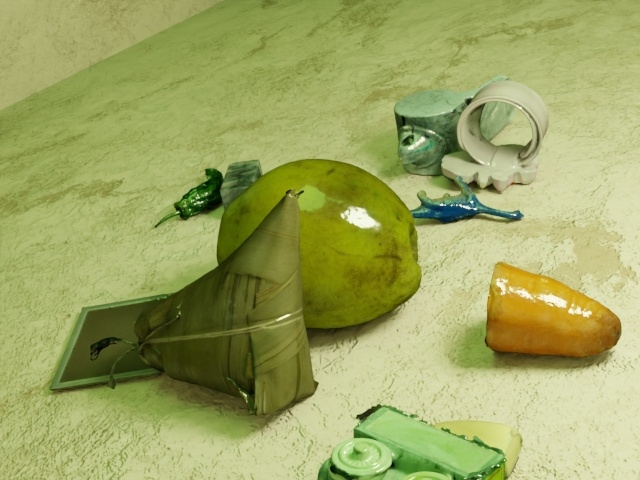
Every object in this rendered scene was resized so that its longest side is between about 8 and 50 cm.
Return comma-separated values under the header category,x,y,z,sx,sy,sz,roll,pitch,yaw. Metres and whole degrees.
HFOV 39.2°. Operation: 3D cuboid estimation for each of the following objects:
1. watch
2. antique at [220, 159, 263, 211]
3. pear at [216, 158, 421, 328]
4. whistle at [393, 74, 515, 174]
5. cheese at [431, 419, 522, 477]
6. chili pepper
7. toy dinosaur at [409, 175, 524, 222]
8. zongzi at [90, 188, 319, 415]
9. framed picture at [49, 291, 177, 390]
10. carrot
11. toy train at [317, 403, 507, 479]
category,x,y,z,sx,sy,sz,roll,pitch,yaw
watch,0.411,-0.251,2.149,0.244,0.231,0.196,8,37,21
antique,-0.198,-0.136,2.325,0.086,0.088,0.183,-7,29,7
pear,0.000,0.000,1.773,0.413,0.352,0.352,7,33,14
whistle,0.359,-0.304,2.333,0.404,0.168,0.188,-19,29,-12
cheese,0.178,0.319,1.406,0.255,0.050,0.127,5,33,30
chili pepper,-0.319,-0.120,2.368,0.122,0.065,0.279,-4,26,32
toy dinosaur,0.306,-0.062,2.030,0.247,0.075,0.188,-17,36,-21
zongzi,-0.216,0.089,1.634,0.447,0.418,0.181,9,15,29
framed picture,-0.415,0.206,1.864,0.231,0.018,0.293,-9,29,5
carrot,0.405,0.137,1.558,0.225,0.159,0.159,12,36,23
toy train,0.129,0.353,1.263,0.271,0.159,0.188,15,28,39
